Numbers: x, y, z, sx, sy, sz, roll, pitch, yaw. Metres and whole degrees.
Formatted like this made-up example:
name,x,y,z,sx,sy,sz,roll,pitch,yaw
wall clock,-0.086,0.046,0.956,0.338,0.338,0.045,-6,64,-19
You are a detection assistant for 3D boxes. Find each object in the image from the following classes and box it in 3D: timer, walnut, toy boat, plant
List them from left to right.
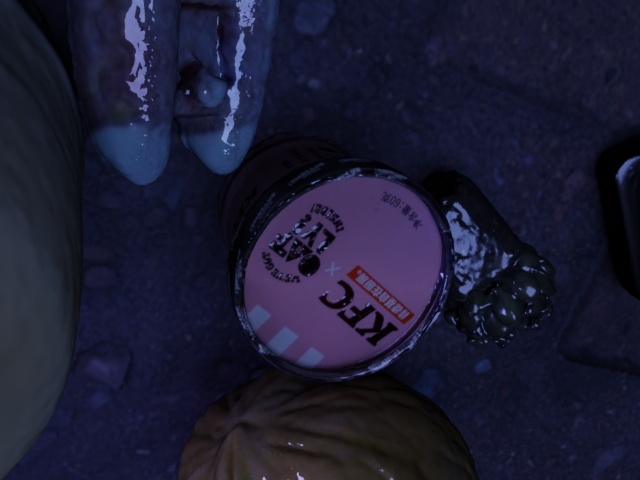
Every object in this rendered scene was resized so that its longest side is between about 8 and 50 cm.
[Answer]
name,x,y,z,sx,sy,sz,roll,pitch,yaw
toy boat,-0.070,-0.148,0.529,0.155,0.085,0.228,-13,109,-56
walnut,0.005,0.184,0.656,0.227,0.228,0.228,-6,113,-15
plant,0.120,0.018,0.697,0.094,0.092,0.143,-43,109,-5
timer,0.335,-0.040,0.763,0.187,0.055,0.144,-21,114,-4

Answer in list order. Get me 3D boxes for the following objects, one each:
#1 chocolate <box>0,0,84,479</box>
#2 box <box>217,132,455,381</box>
name,x,y,z,sx,sy,sz,roll,pitch,yaw
chocolate,-0.278,0.001,0.425,0.326,0.297,0.314,23,116,-22
box,0.000,0.000,0.626,0.151,0.135,0.151,-7,116,-15
